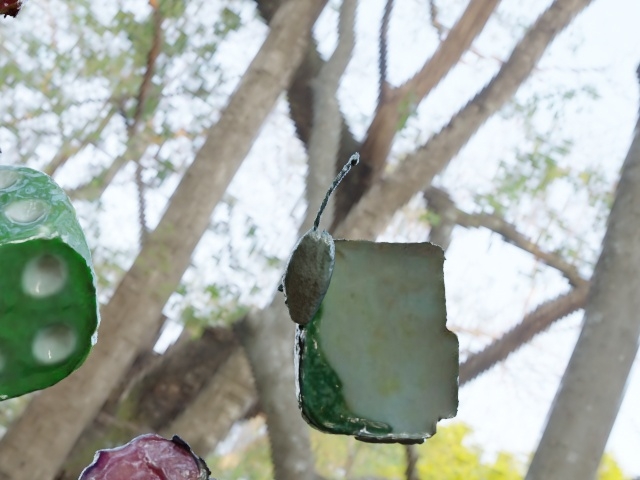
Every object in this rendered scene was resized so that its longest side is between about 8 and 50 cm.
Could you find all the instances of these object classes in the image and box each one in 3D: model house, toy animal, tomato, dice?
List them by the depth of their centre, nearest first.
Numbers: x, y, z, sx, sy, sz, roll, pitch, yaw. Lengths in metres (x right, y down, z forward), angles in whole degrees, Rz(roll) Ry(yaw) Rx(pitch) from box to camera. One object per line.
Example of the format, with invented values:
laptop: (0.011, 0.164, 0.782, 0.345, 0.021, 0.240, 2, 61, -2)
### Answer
toy animal: (-0.003, -0.003, 1.994, 0.070, 0.252, 0.079, 13, 10, -19)
model house: (0.078, 0.167, 2.223, 0.243, 0.298, 0.284, 2, -10, -3)
dice: (-0.528, 0.069, 2.257, 0.287, 0.300, 0.297, 41, -41, 51)
tomato: (-0.276, 0.493, 2.277, 0.335, 0.290, 0.176, 45, -34, 20)

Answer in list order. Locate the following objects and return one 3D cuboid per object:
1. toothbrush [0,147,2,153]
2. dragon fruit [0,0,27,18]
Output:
toothbrush: (-0.550, -0.218, 2.251, 0.019, 0.013, 0.193, -36, -96, 40)
dragon fruit: (-0.374, -0.342, 1.498, 0.211, 0.282, 0.147, 56, -26, 24)
